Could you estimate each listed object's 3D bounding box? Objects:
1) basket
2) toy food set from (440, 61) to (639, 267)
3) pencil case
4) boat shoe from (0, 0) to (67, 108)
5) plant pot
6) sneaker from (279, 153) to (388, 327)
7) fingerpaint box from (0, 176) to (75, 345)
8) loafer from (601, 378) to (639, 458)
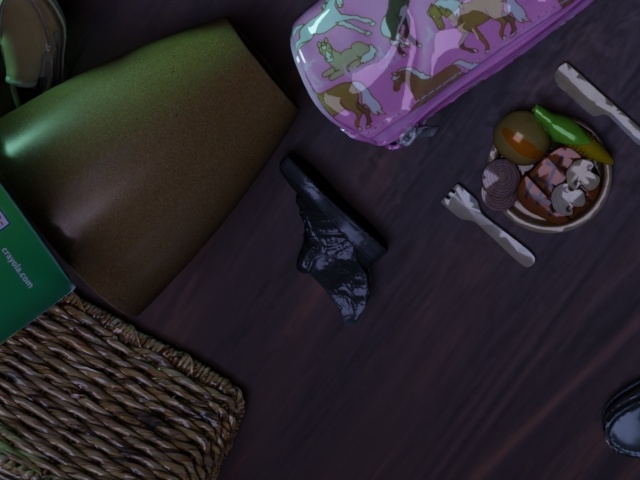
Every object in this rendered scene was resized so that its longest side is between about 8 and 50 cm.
[{"bbox_3d":[-0.261,0.219,2.035,0.299,0.223,0.213,27,144,3],"label":"basket"},{"bbox_3d":[0.219,-0.066,1.862,0.132,0.038,0.192,39,111,-2],"label":"toy food set"},{"bbox_3d":[0.160,-0.240,1.757,0.386,0.160,0.167,-35,105,20],"label":"pencil case"},{"bbox_3d":[-0.284,-0.181,1.867,0.068,0.072,0.190,9,150,10],"label":"boat shoe"},{"bbox_3d":[-0.154,-0.095,1.854,0.254,0.237,0.237,-38,96,7],"label":"plant pot"},{"bbox_3d":[0.000,-0.001,1.926,0.170,0.051,0.089,44,107,-7],"label":"sneaker"},{"bbox_3d":[-0.445,-0.112,1.782,0.163,0.371,0.445,-37,106,-11],"label":"fingerpaint box"},{"bbox_3d":[0.405,0.170,1.872,0.267,0.084,0.096,-11,105,16],"label":"loafer"}]
